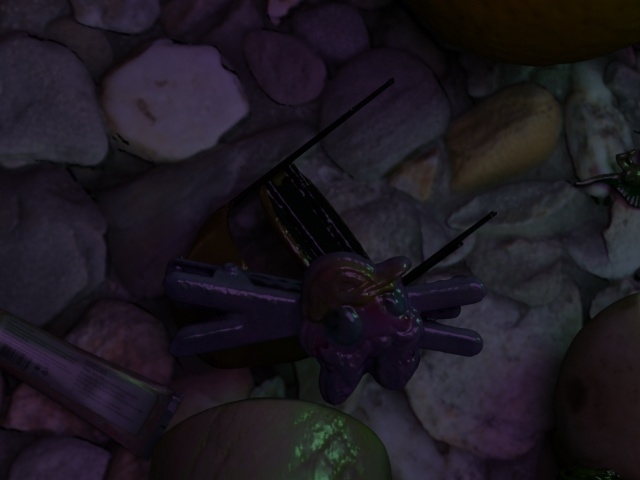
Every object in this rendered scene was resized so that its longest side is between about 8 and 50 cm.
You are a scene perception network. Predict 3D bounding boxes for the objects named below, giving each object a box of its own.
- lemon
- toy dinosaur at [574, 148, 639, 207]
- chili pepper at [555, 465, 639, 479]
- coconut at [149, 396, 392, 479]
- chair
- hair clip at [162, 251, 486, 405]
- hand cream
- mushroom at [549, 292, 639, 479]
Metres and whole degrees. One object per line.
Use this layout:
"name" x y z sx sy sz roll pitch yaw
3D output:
"lemon" 0.214 -0.317 1.357 0.336 0.336 0.336 3 78 -15
"toy dinosaur" 0.311 -0.059 1.487 0.119 0.029 0.060 -13 94 -17
"chili pepper" 0.226 0.377 1.310 0.085 0.076 0.359 8 95 19
"coconut" -0.040 0.226 1.237 0.236 0.204 0.236 16 47 -18
"chair" 0.000 0.000 1.327 0.247 0.172 0.159 -37 90 24
"hair clip" -0.009 0.067 1.219 0.278 0.090 0.137 6 108 14
"hand cream" -0.223 0.113 1.301 0.209 0.043 0.067 32 75 -13
"mushroom" 0.329 0.159 1.364 0.255 0.184 0.255 4 102 20
